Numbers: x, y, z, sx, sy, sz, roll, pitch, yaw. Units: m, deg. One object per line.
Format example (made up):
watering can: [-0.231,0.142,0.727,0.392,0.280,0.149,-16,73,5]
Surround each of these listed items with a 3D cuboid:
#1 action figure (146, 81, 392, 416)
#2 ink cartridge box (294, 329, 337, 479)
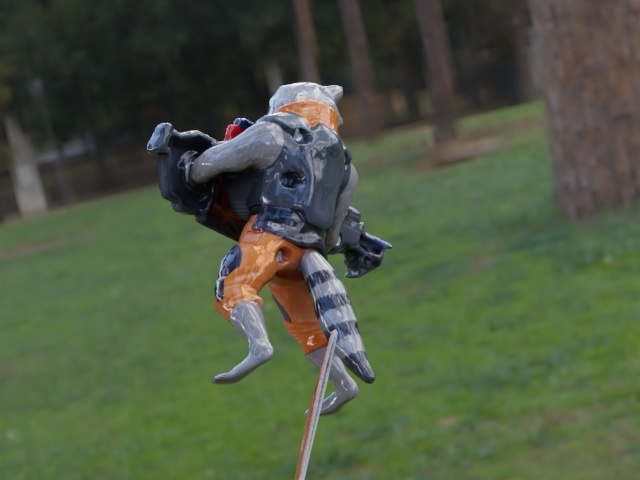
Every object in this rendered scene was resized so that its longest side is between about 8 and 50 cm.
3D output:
action figure: [0.000,0.000,1.958,0.178,0.330,0.341,-16,-22,39]
ink cartridge box: [-0.049,0.212,1.350,0.066,0.261,0.296,9,-16,-1]
